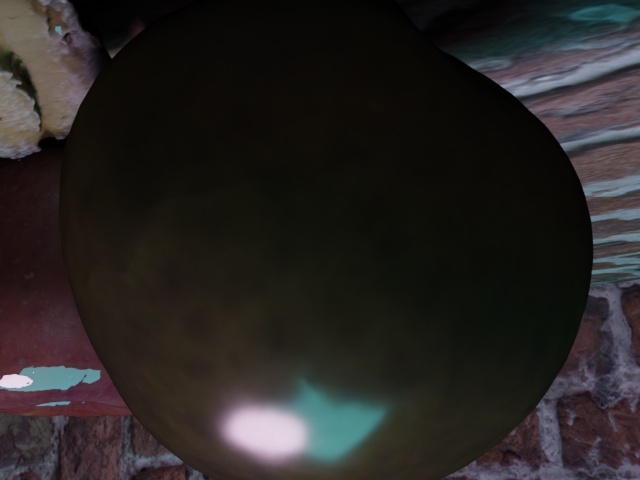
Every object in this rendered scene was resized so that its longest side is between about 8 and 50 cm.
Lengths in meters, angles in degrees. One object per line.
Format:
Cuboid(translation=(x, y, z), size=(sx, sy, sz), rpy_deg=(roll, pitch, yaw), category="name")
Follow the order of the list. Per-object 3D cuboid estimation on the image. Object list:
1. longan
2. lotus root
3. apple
Cuboid(translation=(0.000, 0.000, 0.726), size=(0.319, 0.319, 0.319), rpy_deg=(-3, 173, 0), category="longan")
Cuboid(translation=(-0.204, -0.107, 0.662), size=(0.167, 0.078, 0.329), rpy_deg=(-25, 173, -8), category="lotus root")
Cuboid(translation=(-0.225, 0.037, 1.109), size=(0.305, 0.235, 0.306), rpy_deg=(-2, 169, 0), category="apple")
